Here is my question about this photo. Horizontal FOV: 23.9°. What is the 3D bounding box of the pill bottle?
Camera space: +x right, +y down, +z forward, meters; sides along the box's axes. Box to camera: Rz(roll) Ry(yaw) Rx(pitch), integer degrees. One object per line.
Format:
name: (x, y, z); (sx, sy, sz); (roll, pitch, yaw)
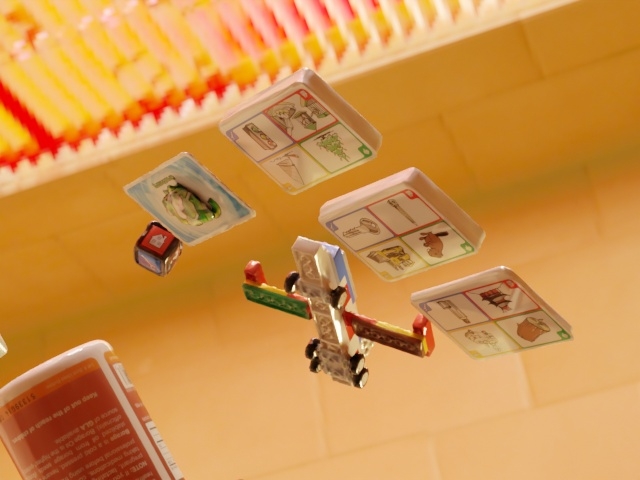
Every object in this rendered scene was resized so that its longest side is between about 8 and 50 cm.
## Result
pill bottle: (-0.184, 0.204, 1.286); (0.216, 0.121, 0.121); (61, -166, 6)

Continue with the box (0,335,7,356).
box: (-0.213, 0.023, 0.665); (0.087, 0.102, 0.101); (56, 175, 33)

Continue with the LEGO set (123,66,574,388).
LEGO set: (0.000, 0.000, 0.782); (0.182, 0.244, 0.060); (42, -121, -17)

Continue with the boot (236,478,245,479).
boot: (0.014, 0.245, 0.725); (0.094, 0.207, 0.246); (93, -167, -47)
